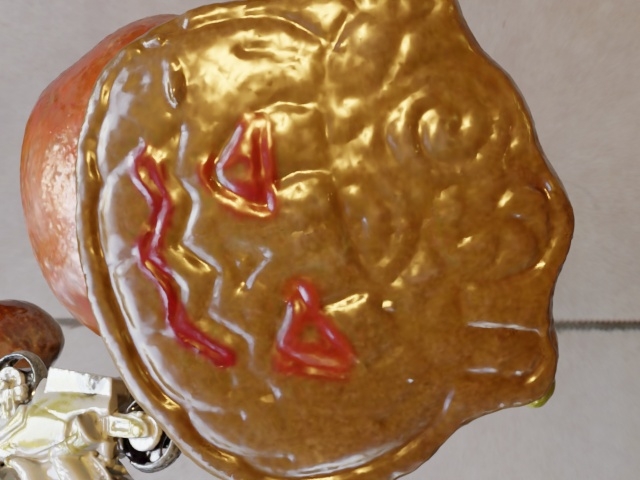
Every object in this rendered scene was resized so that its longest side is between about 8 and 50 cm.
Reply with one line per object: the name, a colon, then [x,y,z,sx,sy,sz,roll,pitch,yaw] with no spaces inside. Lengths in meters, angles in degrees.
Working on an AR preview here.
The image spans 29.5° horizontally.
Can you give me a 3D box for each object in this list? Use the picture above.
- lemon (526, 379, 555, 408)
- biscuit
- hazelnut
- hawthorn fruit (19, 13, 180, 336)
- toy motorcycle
lemon: [0.289,0.191,1.667,0.065,0.065,0.092,-11,117,7]
biscuit: [0.000,0.000,0.640,0.257,0.049,0.272,-21,98,8]
hazelnut: [-0.428,0.150,1.672,0.154,0.143,0.143,-27,89,-34]
hawthorn fruit: [-0.092,-0.033,0.831,0.235,0.263,0.231,27,106,-12]
toy motorcycle: [-0.202,0.173,0.988,0.229,0.074,0.151,11,83,33]
